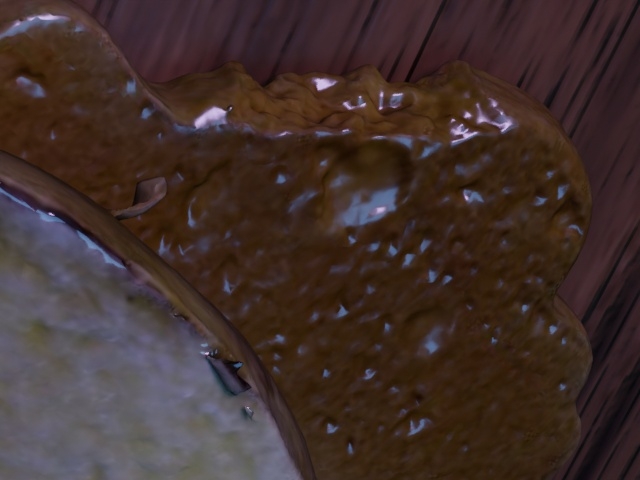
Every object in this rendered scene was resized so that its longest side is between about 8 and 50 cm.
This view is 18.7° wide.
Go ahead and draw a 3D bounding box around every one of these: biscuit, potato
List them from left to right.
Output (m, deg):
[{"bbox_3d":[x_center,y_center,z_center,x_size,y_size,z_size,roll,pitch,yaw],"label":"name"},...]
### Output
[{"bbox_3d":[-0.113,0.052,0.609,0.239,0.116,0.299,-12,130,21],"label":"potato"},{"bbox_3d":[-0.008,0.005,0.707,0.320,0.047,0.183,24,106,-35],"label":"biscuit"}]
